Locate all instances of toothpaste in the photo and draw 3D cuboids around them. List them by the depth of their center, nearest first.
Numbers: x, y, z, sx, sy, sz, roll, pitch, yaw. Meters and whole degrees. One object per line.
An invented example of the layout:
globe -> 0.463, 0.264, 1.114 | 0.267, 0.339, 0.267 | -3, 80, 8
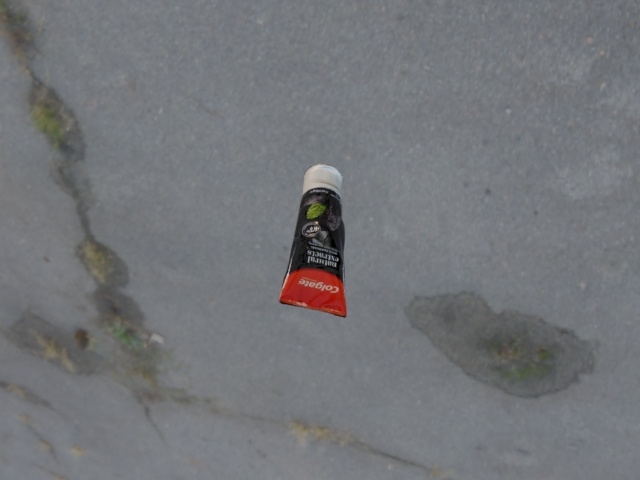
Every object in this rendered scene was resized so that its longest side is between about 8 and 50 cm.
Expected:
toothpaste -> 0.000, 0.000, 0.921 | 0.071, 0.193, 0.045 | 15, 136, -9
